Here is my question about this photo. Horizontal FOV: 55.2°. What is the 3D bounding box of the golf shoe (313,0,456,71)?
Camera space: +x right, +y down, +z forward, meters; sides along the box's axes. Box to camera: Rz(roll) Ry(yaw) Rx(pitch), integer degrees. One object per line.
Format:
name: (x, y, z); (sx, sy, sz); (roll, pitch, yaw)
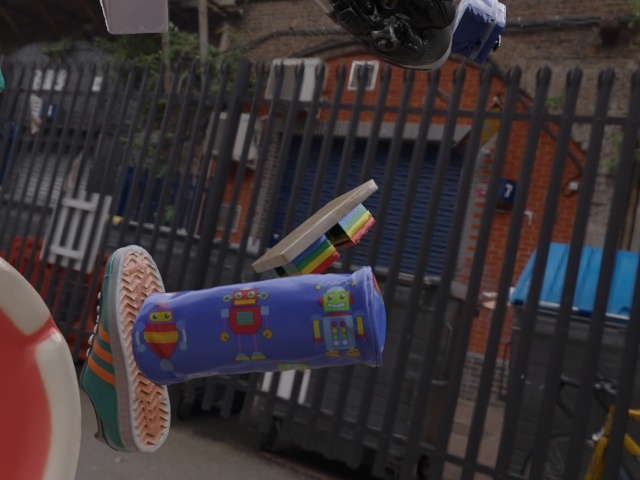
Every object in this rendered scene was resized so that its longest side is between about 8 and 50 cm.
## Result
golf shoe: (0.016, -0.185, 0.412); (0.198, 0.077, 0.094); (57, 16, 14)

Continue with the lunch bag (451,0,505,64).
lunch bag: (0.207, -0.279, 0.804); (0.065, 0.098, 0.067); (22, -45, -4)

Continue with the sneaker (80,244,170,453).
sneaker: (-0.304, 0.161, 0.911); (0.121, 0.302, 0.108); (-7, -7, 27)

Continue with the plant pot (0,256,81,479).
plant pot: (-0.274, 0.100, 0.291); (0.243, 0.275, 0.275); (-9, -14, 27)

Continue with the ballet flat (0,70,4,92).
ballet flat: (-0.500, -0.197, 0.840); (0.083, 0.087, 0.247); (-12, 28, 4)

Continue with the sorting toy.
sorting toy: (0.000, 0.000, 1.332); (0.089, 0.255, 0.257); (52, -20, -6)

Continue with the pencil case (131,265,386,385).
pencil case: (-0.071, 0.108, 0.747); (0.306, 0.120, 0.133); (-7, -26, 9)

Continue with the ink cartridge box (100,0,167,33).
ink cartridge box: (-0.251, -0.389, 0.798); (0.082, 0.191, 0.140); (-9, 47, -20)
